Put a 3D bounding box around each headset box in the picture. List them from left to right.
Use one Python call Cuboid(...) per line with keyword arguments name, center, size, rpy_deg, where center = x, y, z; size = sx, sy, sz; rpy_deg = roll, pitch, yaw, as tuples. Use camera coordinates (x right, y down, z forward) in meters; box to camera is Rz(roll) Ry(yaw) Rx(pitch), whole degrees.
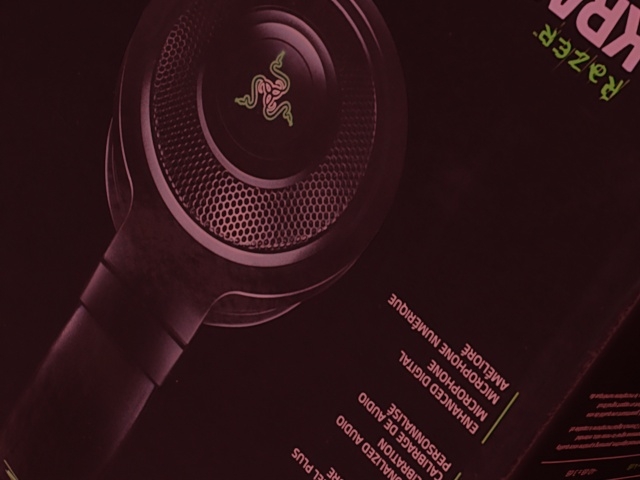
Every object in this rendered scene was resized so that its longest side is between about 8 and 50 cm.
Cuboid(name="headset box", center=(0.000, 0.000, 0.575), size=(0.246, 0.131, 0.283), rpy_deg=(45, 113, 29))
